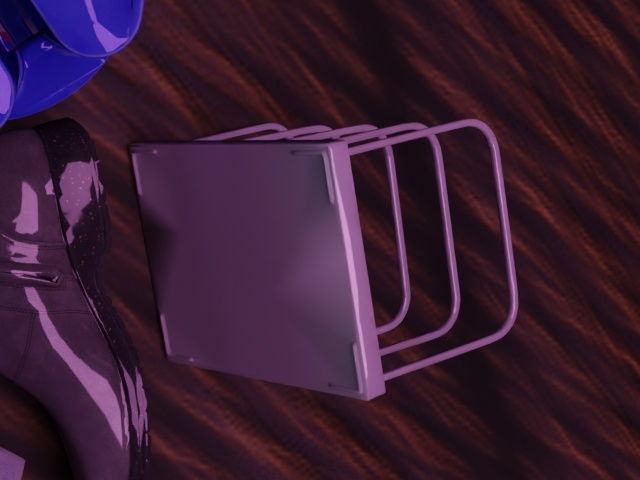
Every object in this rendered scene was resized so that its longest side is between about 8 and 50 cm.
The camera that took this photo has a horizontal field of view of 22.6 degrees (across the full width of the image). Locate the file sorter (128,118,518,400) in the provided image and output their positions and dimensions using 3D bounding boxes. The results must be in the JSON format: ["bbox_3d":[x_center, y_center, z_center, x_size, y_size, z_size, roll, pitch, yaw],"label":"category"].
[{"bbox_3d":[0.000,0.000,1.309,0.173,0.278,0.192,-16,102,-37],"label":"file sorter"}]

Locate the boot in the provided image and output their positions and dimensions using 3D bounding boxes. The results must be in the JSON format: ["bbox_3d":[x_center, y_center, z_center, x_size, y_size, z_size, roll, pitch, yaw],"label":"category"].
[{"bbox_3d":[-0.267,0.080,1.247,0.223,0.118,0.338,-15,96,-25],"label":"boot"}]

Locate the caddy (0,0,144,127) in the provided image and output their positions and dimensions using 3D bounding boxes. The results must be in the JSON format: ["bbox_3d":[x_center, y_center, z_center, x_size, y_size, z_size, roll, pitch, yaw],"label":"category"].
[{"bbox_3d":[-0.277,-0.236,1.165,0.241,0.179,0.341,-33,113,-2],"label":"caddy"}]

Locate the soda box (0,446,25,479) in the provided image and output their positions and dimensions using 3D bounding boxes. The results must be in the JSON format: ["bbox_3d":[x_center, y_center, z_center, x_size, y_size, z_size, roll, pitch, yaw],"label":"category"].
[{"bbox_3d":[-0.362,0.152,1.154,0.286,0.098,0.091,35,39,-29],"label":"soda box"}]
